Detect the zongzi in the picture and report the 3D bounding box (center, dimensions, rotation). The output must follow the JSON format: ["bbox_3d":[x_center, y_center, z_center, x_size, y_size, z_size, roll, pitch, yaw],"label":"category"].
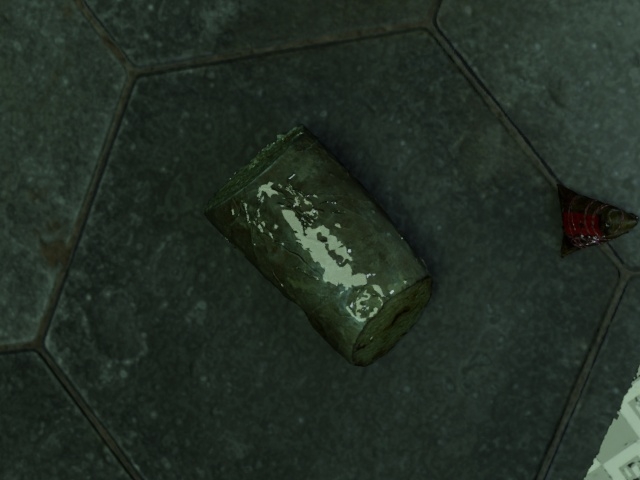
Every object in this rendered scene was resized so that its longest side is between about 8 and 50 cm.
[{"bbox_3d":[0.268,-0.010,1.722,0.083,0.067,0.073,26,114,31],"label":"zongzi"}]

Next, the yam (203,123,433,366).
[{"bbox_3d":[0.000,0.000,1.745,0.154,0.154,0.254,-44,81,15],"label":"yam"}]

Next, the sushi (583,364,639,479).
[{"bbox_3d":[0.403,0.250,1.703,0.264,0.050,0.290,29,102,11],"label":"sushi"}]
